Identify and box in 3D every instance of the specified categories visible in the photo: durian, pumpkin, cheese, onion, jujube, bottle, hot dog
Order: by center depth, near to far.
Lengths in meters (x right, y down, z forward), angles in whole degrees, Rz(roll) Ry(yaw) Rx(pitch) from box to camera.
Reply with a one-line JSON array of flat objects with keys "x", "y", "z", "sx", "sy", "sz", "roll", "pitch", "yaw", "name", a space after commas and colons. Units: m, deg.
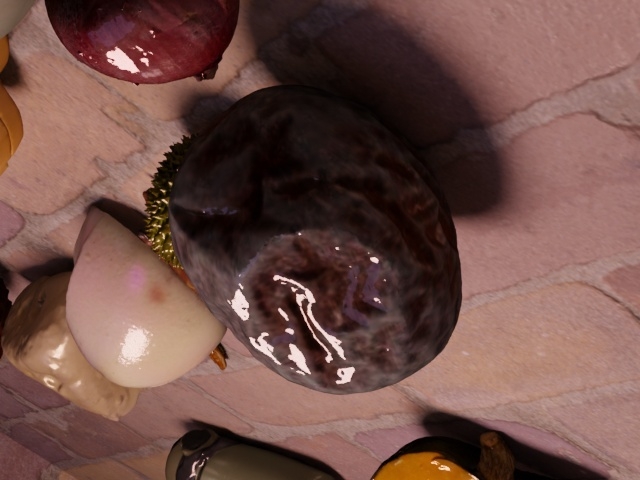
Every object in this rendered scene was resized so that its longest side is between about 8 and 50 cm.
[{"x": -0.134, "y": -0.192, "z": 1.193, "sx": 0.159, "sy": 0.159, "sz": 0.195, "roll": 14, "pitch": 163, "yaw": 33, "name": "onion"}, {"x": -0.003, "y": -0.006, "z": 1.335, "sx": 0.246, "sy": 0.215, "sz": 0.308, "roll": -12, "pitch": 133, "yaw": 10, "name": "jujube"}, {"x": -0.112, "y": -0.032, "z": 1.510, "sx": 0.198, "sy": 0.146, "sz": 0.159, "roll": -18, "pitch": 126, "yaw": 45, "name": "durian"}, {"x": 0.222, "y": 0.365, "z": 1.932, "sx": 0.317, "sy": 0.222, "sz": 0.139, "roll": 20, "pitch": -176, "yaw": 24, "name": "pumpkin"}, {"x": -0.159, "y": 0.168, "z": 2.176, "sx": 0.037, "sy": 0.021, "sz": 0.083, "roll": 43, "pitch": 168, "yaw": 24, "name": "hot dog"}, {"x": -0.388, "y": 0.138, "z": 2.196, "sx": 0.251, "sy": 0.174, "sz": 0.248, "roll": 28, "pitch": 160, "yaw": 15, "name": "cheese"}, {"x": -0.129, "y": 0.440, "z": 2.552, "sx": 0.347, "sy": 0.168, "sz": 0.168, "roll": 17, "pitch": 156, "yaw": 40, "name": "bottle"}]

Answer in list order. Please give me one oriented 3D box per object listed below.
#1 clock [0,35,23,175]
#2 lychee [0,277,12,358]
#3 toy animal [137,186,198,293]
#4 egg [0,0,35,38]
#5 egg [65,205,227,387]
[{"x": -0.459, "y": -0.188, "z": 1.564, "sx": 0.244, "sy": 0.200, "sz": 0.317, "roll": 23, "pitch": 149, "yaw": 8, "name": "clock"}, {"x": -0.628, "y": 0.126, "z": 2.330, "sx": 0.275, "sy": 0.275, "sz": 0.304, "roll": 8, "pitch": 128, "yaw": 42, "name": "lychee"}, {"x": -0.110, "y": -0.003, "z": 1.695, "sx": 0.229, "sy": 0.066, "sz": 0.224, "roll": 32, "pitch": 141, "yaw": 19, "name": "toy animal"}, {"x": -0.317, "y": -0.259, "z": 1.216, "sx": 0.183, "sy": 0.183, "sz": 0.264, "roll": 32, "pitch": 153, "yaw": -9, "name": "egg"}, {"x": -0.251, "y": 0.106, "z": 1.923, "sx": 0.206, "sy": 0.162, "sz": 0.271, "roll": 34, "pitch": 167, "yaw": 30, "name": "egg"}]
